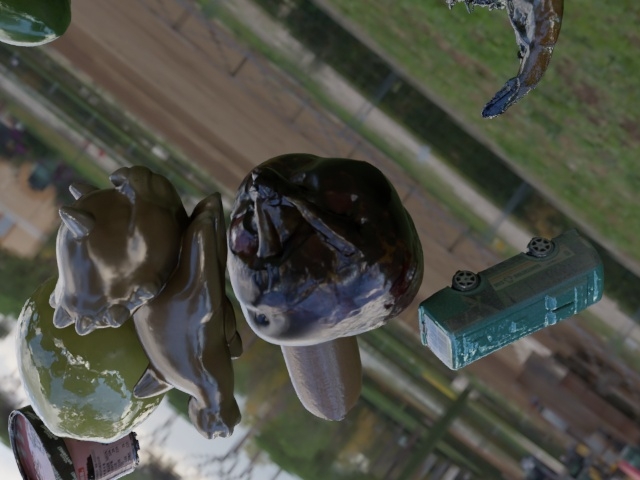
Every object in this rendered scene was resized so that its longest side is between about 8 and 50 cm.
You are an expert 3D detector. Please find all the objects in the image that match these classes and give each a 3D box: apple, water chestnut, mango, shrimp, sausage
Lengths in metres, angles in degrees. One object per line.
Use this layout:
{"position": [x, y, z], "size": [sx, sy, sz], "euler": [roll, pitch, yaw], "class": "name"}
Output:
{"position": [-0.251, 0.128, 1.439], "size": [0.200, 0.200, 0.200], "euler": [37, 176, 3], "class": "apple"}
{"position": [0.000, 0.000, 1.692], "size": [0.289, 0.289, 0.244], "euler": [35, 134, 28], "class": "water chestnut"}
{"position": [-0.362, -0.312, 1.412], "size": [0.114, 0.156, 0.251], "euler": [-49, 60, 51], "class": "mango"}
{"position": [0.200, -0.256, 1.605], "size": [0.051, 0.198, 0.262], "euler": [7, -172, -37], "class": "shrimp"}
{"position": [-0.007, 0.150, 2.023], "size": [0.123, 0.123, 0.253], "euler": [31, 138, 59], "class": "sausage"}

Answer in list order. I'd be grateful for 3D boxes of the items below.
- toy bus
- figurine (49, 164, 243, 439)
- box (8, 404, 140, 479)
{"position": [0.255, 0.076, 1.697], "size": [0.109, 0.261, 0.091], "euler": [49, 157, 45], "class": "toy bus"}
{"position": [-0.174, 0.052, 1.239], "size": [0.177, 0.173, 0.247], "euler": [-93, -2, -51], "class": "figurine"}
{"position": [-0.324, 0.276, 1.717], "size": [0.151, 0.135, 0.151], "euler": [35, 135, 46], "class": "box"}
